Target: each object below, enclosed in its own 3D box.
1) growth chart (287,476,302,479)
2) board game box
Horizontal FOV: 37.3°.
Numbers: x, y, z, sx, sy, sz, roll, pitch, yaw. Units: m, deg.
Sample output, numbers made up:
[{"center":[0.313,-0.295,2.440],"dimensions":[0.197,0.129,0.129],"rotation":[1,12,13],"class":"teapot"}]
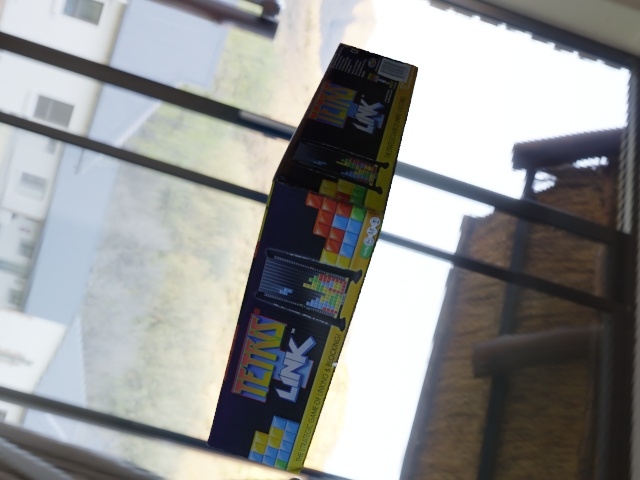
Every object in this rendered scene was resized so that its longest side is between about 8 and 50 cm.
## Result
[{"center":[0.063,0.260,0.677],"dimensions":[0.021,0.237,0.171],"rotation":[-27,122,-62],"class":"growth chart"},{"center":[0.000,0.000,0.455],"dimensions":[0.170,0.048,0.141],"rotation":[-71,178,-60],"class":"board game box"}]
